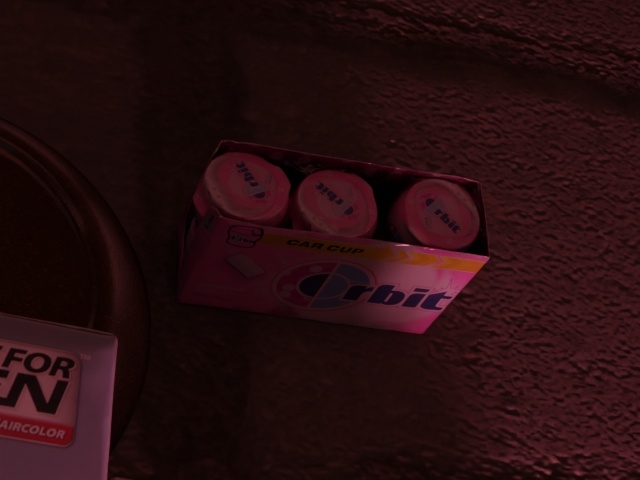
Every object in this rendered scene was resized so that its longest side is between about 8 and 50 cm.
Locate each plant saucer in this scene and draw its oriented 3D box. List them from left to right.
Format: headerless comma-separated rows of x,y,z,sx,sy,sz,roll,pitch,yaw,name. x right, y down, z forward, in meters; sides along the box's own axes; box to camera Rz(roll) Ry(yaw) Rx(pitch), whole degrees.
-0.245,0.028,0.738,0.310,0.050,0.311,12,55,-17,plant saucer

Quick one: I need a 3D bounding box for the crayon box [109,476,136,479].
0.028,0.215,0.635,0.322,0.203,0.083,12,56,-15,crayon box

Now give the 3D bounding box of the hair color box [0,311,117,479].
-0.170,0.230,0.500,0.113,0.185,0.375,13,57,-23,hair color box

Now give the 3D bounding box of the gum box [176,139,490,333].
0.000,0.000,0.821,0.188,0.107,0.062,8,57,-18,gum box
